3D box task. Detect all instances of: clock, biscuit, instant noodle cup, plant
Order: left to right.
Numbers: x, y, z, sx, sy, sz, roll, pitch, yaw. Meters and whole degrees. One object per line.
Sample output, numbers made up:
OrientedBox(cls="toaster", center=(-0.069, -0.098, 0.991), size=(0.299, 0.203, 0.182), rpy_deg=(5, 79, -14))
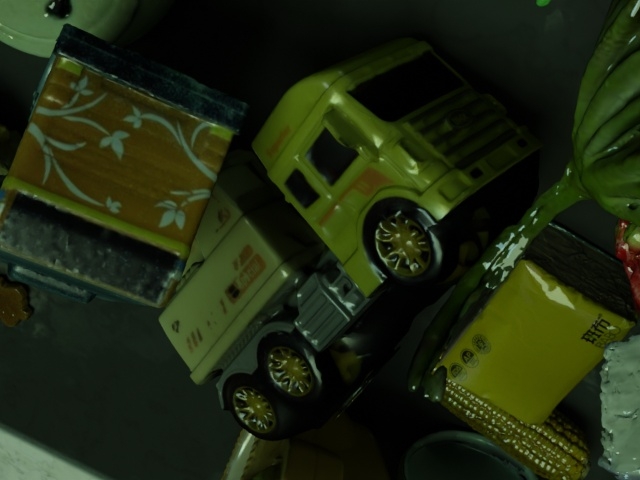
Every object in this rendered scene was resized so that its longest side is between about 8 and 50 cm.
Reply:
OrientedBox(cls="biscuit", center=(-0.397, 0.069, 1.283), size=(0.092, 0.016, 0.082), rpy_deg=(31, 136, 4))
OrientedBox(cls="clock", center=(-0.032, 0.294, 1.083), size=(0.200, 0.317, 0.244), rpy_deg=(24, 108, -9))
OrientedBox(cls="instant noodle cup", center=(0.142, 0.339, 1.116), size=(0.215, 0.215, 0.236), rpy_deg=(16, 119, 14))
OrientedBox(cls="plant", center=(0.172, -0.063, 0.702), size=(0.333, 0.251, 0.180), rpy_deg=(-22, 122, 38))

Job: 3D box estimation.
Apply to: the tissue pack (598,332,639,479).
OrientedBox(cls="tissue pack", center=(0.388, 0.158, 0.806), size=(0.242, 0.125, 0.343), rpy_deg=(-12, 153, 32))

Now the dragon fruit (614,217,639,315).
OrientedBox(cls="dragon fruit", center=(0.301, -0.008, 0.791), size=(0.160, 0.172, 0.166), rpy_deg=(32, 130, 1))

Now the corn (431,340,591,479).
OrientedBox(cls="corn", center=(0.187, 0.173, 1.046), size=(0.207, 0.068, 0.068), rpy_deg=(37, 131, -2))

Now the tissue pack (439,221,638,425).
OrientedBox(cls="tissue pack", center=(0.202, 0.080, 0.961), size=(0.120, 0.082, 0.169), rpy_deg=(31, 131, 0))

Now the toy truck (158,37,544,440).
OrientedBox(cls="toy truck", center=(0.000, 0.000, 0.938), size=(0.254, 0.180, 0.405), rpy_deg=(47, 134, 7))

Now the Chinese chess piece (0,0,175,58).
OrientedBox(cls="Chinese chess piece", center=(-0.231, -0.278, 0.896), size=(0.250, 0.101, 0.250), rpy_deg=(12, 128, 16))

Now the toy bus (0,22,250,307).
OrientedBox(cls="toy bus", center=(-0.192, -0.048, 0.888), size=(0.162, 0.194, 0.323), rpy_deg=(22, 170, -17))

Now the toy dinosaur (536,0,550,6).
OrientedBox(cls="toy dinosaur", center=(0.138, -0.366, 0.618), size=(0.374, 0.144, 0.500), rpy_deg=(6, 135, 18))

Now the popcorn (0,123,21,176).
OrientedBox(cls="popcorn", center=(-0.381, -0.069, 1.092), size=(0.142, 0.173, 0.173), rpy_deg=(45, 134, 19))
